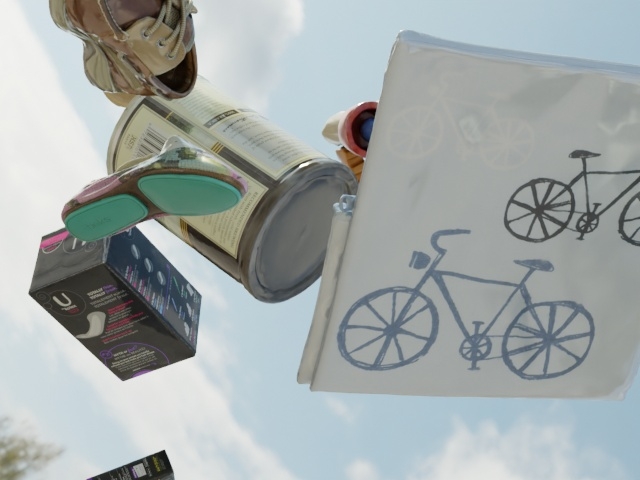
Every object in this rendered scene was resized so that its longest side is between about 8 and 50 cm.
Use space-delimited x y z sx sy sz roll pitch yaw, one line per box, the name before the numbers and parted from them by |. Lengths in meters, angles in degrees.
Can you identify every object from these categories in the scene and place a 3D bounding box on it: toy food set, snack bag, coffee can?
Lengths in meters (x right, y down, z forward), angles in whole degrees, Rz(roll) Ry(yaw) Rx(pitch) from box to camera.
toy food set | -0.307 -0.248 1.857 0.083 0.083 0.020 59 -28 -4
snack bag | 0.162 -0.009 1.009 0.037 0.323 0.343 -115 -147 -59
coffee can | -0.115 -0.074 1.542 0.275 0.201 0.202 35 -37 30

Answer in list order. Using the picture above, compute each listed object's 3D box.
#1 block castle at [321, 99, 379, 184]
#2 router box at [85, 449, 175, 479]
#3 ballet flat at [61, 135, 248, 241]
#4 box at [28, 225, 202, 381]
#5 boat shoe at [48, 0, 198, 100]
block castle | 0.223 -0.046 1.854 0.453 0.303 0.213 68 -15 -13
router box | -0.300 0.413 1.912 0.179 0.133 0.046 95 -28 -56
ballet flat | -0.162 -0.057 1.157 0.221 0.079 0.077 -14 -44 33
box | -0.345 0.094 2.029 0.270 0.165 0.143 52 26 -39
boat shoe | -0.173 -0.222 1.134 0.116 0.123 0.324 19 -10 4
